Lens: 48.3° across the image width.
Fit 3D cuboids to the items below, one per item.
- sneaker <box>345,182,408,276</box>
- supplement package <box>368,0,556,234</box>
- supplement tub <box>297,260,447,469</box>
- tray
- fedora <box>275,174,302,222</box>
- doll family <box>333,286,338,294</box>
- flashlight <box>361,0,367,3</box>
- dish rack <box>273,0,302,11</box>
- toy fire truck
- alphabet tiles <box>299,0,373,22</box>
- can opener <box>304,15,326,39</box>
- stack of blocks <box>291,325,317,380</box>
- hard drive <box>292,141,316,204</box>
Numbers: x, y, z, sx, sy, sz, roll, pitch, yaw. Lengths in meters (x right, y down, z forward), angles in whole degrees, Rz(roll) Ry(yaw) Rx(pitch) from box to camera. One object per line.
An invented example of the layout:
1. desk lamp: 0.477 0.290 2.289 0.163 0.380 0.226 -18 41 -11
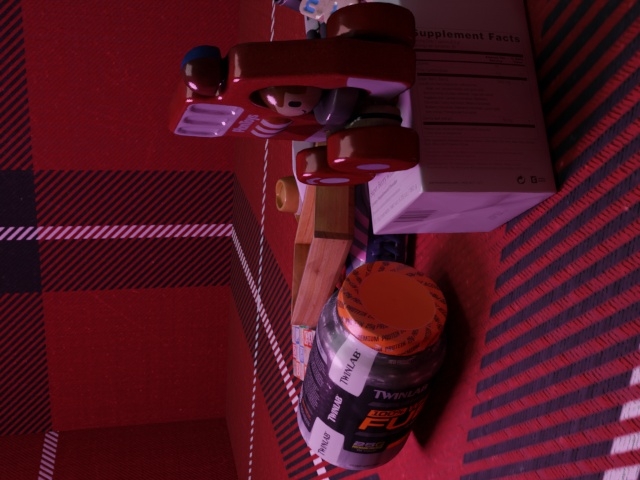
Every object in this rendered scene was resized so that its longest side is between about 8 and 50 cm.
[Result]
1. sneaker: 0.105 -0.015 1.252 0.131 0.112 0.319 144 123 -76
2. supplement package: 0.158 -0.171 0.912 0.177 0.175 0.292 132 135 -69
3. supplement tub: 0.083 0.207 1.168 0.207 0.207 0.338 -106 20 -43
4. tray: 0.000 0.000 1.378 0.411 0.076 0.202 104 169 -62
5. fedora: -0.081 -0.129 2.012 0.194 0.079 0.194 179 90 -76
6. doll family: 0.004 0.101 1.642 0.111 0.076 0.193 -14 66 36
7. flashlight: 0.047 -0.494 1.465 0.304 0.103 0.103 -122 8 -65
8. dish rack: 0.008 -0.606 1.441 0.208 0.074 0.271 -26 47 49
9. toy fire truck: -0.036 -0.159 0.806 0.302 0.254 0.169 170 99 -72
10. alphabet tiles: 0.067 -0.508 1.233 0.278 0.021 0.284 34 104 40
11. can opener: -0.011 -0.480 1.633 0.076 0.095 0.283 -24 50 25
12. stack of blocks: 0.005 0.250 1.695 0.297 0.087 0.171 167 101 -75
13. hard drive: -0.022 -0.173 1.614 0.353 0.047 0.233 78 -171 -69
